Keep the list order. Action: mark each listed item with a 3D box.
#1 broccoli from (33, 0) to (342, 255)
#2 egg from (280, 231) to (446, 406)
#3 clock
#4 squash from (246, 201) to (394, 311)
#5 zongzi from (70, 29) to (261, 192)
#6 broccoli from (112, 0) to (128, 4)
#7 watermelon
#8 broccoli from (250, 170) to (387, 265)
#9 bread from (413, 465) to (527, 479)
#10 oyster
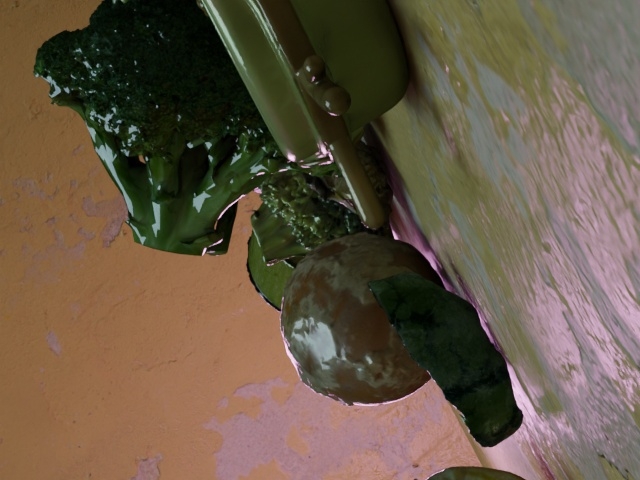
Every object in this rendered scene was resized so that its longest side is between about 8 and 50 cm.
[{"bbox_3d":[-0.109,-0.117,0.968,0.308,0.308,0.275,-116,34,-80],"label":"broccoli"},{"bbox_3d":[0.051,0.087,1.111,0.195,0.195,0.233,62,169,-20],"label":"egg"},{"bbox_3d":[-0.026,-0.154,0.640,0.308,0.096,0.235,63,179,34],"label":"clock"},{"bbox_3d":[0.006,-0.001,1.421,0.133,0.220,0.220,100,149,-53],"label":"squash"},{"bbox_3d":[-0.208,-0.264,1.629,0.383,0.362,0.319,65,152,16],"label":"zongzi"},{"bbox_3d":[-0.192,-0.350,0.849,0.260,0.235,0.288,-123,42,-79],"label":"broccoli"},{"bbox_3d":[0.128,0.099,0.950,0.187,0.071,0.139,54,-174,11],"label":"watermelon"},{"bbox_3d":[-0.007,-0.046,1.283,0.198,0.176,0.226,-9,-87,-75],"label":"broccoli"},{"bbox_3d":[0.205,0.354,0.970,0.333,0.160,0.333,62,-178,-4],"label":"bread"},{"bbox_3d":[0.038,-0.076,1.082,0.133,0.072,0.209,49,-165,13],"label":"oyster"}]
